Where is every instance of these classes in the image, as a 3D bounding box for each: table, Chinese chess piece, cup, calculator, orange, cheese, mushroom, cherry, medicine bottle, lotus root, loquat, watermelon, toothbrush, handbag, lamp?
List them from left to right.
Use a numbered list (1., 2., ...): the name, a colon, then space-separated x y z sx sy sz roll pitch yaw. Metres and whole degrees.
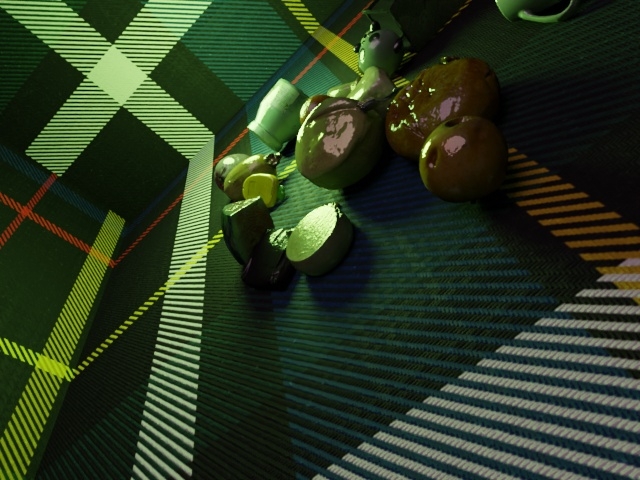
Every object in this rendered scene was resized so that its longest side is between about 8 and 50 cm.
1. cherry: -0.439 -0.338 2.219 0.266 0.184 0.213 -38 8 -33
2. watermelon: -0.271 -0.034 1.654 0.201 0.213 0.262 -22 21 -6
3. lotus root: -0.310 -0.297 2.015 0.342 0.169 0.151 -31 -10 30
4. calculator: -0.247 -0.215 1.886 0.234 0.032 0.146 10 95 34
5. handbag: -0.158 0.052 1.510 0.223 0.080 0.247 -6 52 50
6. medicine bottle: -0.192 -0.596 2.133 0.290 0.245 0.245 -52 30 0
7. Chinese chess piece: 0.000 0.000 1.348 0.237 0.092 0.238 -34 32 25
8. orange: 0.014 -0.499 1.789 0.206 0.206 0.206 -33 34 26
9. mushroom: 0.106 -0.653 1.947 0.247 0.108 0.096 2 98 56
10. cheese: 0.191 -0.496 1.575 0.251 0.173 0.248 -46 21 5
11. lamp: 0.240 -0.787 1.811 0.197 0.197 0.244 -37 50 20
12. toothbrush: 0.282 -0.496 1.421 0.413 0.035 0.042 -29 56 -26
13. table: 0.402 -0.996 1.816 0.335 0.222 0.272 -46 31 5
14. loquat: 0.332 -0.182 1.014 0.213 0.213 0.213 -33 34 26
15. cup: 0.650 -0.736 1.270 0.234 0.186 0.258 -25 65 50

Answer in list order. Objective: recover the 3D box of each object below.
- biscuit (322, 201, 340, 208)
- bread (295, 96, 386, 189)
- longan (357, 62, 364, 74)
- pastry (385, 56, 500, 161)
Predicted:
1. biscuit: 0.028 -0.103 1.504 0.092 0.016 0.082 -29 35 34
2. bread: 0.073 -0.324 1.484 0.320 0.237 0.321 -19 64 47
3. longan: 0.220 -0.788 1.950 0.113 0.092 0.113 -17 32 11
4. pastry: 0.341 -0.378 1.258 0.356 0.164 0.356 -30 36 25
